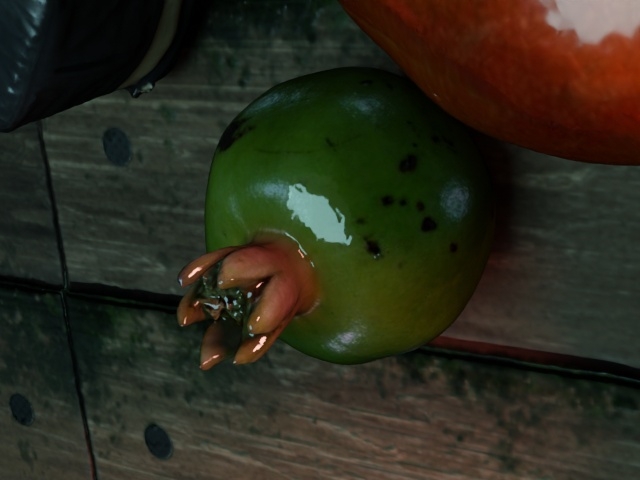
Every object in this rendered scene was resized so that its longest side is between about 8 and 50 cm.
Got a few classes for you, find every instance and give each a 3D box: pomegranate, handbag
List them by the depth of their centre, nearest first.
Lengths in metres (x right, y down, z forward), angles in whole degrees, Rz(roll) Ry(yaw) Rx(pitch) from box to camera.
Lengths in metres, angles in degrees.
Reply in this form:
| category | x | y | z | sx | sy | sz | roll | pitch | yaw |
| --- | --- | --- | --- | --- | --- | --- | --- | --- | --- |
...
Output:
| category | x | y | z | sx | sy | sz | roll | pitch | yaw |
| --- | --- | --- | --- | --- | --- | --- | --- | --- | --- |
| pomegranate | 0.001 | -0.001 | 0.861 | 0.187 | 0.225 | 0.187 | 20 | 128 | 27 |
| handbag | -0.209 | -0.206 | 0.976 | 0.254 | 0.181 | 0.181 | 38 | 126 | 18 |

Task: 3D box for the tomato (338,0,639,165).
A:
| category | x | y | z | sx | sy | sz | roll | pitch | yaw |
| --- | --- | --- | --- | --- | --- | --- | --- | --- | --- |
| tomato | 0.151 | -0.209 | 0.638 | 0.341 | 0.273 | 0.341 | 7 | 106 | 25 |
